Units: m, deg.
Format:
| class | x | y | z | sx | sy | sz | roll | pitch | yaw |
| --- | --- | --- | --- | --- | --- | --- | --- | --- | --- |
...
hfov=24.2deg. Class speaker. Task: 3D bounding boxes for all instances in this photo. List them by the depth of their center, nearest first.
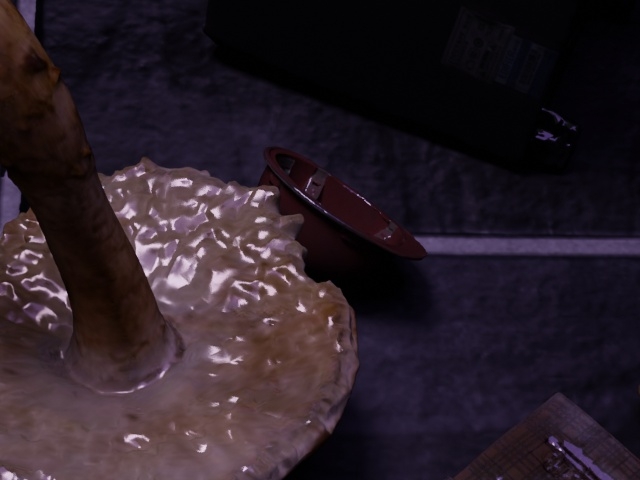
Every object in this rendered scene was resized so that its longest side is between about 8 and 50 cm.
| class | x | y | z | sx | sy | sz | roll | pitch | yaw |
| --- | --- | --- | --- | --- | --- | --- | --- | --- | --- |
| speaker | 0.090 | -0.209 | 0.965 | 0.254 | 0.184 | 0.232 | 22 | 51 | 7 |

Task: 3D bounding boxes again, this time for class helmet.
| class | x | y | z | sx | sy | sz | roll | pitch | yaw |
| --- | --- | --- | --- | --- | --- | --- | --- | --- | --- |
| helmet | 0.000 | 0.000 | 0.852 | 0.111 | 0.057 | 0.089 | 38 | 12 | 17 |

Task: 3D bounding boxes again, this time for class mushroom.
| class | x | y | z | sx | sy | sz | roll | pitch | yaw |
| --- | --- | --- | --- | --- | --- | --- | --- | --- | --- |
| mushroom | -0.124 | 0.019 | 0.686 | 0.233 | 0.302 | 0.208 | 29 | 84 | 33 |

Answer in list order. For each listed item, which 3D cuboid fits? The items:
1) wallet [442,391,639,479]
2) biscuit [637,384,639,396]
| class | x | y | z | sx | sy | sz | roll | pitch | yaw |
| --- | --- | --- | --- | --- | --- | --- | --- | --- | --- |
| wallet | 0.085 | 0.174 | 0.727 | 0.230 | 0.042 | 0.124 | -33 | 64 | -29 |
| biscuit | 0.280 | 0.043 | 0.877 | 0.131 | 0.025 | 0.231 | 27 | 51 | 14 |
